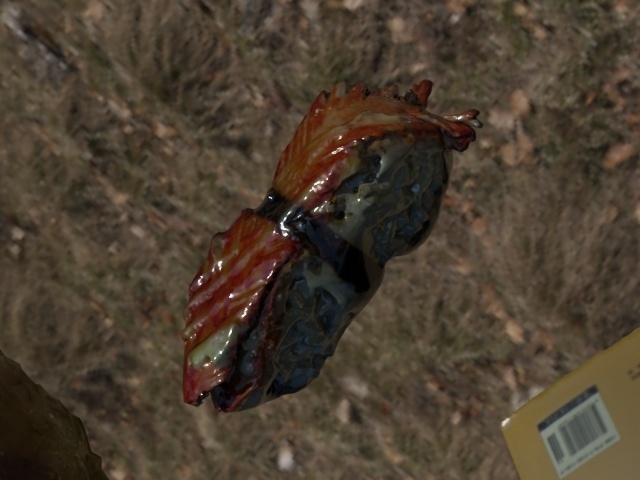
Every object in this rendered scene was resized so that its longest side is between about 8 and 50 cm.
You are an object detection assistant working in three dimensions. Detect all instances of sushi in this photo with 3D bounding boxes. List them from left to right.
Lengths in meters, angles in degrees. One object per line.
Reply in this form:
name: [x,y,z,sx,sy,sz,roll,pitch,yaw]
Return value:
sushi: [0.000,0.000,0.956,0.130,0.332,0.124,31,-176,-41]

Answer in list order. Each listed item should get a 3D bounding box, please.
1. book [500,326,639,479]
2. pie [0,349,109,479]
book: [0.279,0.204,0.728,0.032,0.269,0.389,33,-151,-40]
pie: [-0.147,0.100,0.271,0.288,0.103,0.354,41,-155,-51]
